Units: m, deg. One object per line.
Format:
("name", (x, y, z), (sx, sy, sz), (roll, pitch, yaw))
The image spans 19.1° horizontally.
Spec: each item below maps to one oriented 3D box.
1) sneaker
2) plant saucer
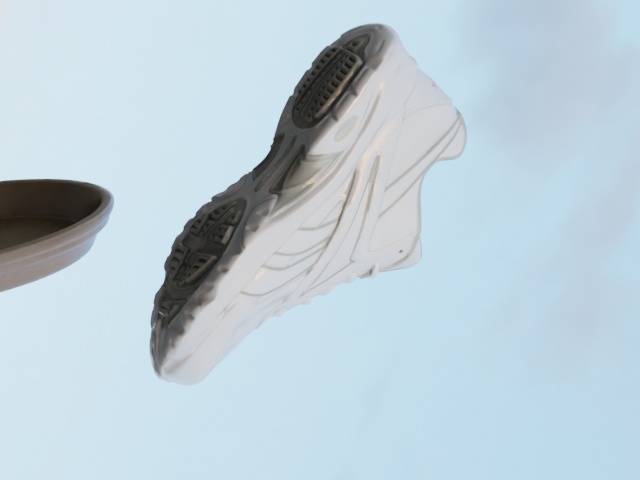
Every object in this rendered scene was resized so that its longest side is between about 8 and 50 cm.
("sneaker", (0.000, 0.000, 1.055), (0.232, 0.115, 0.090), (-50, -154, 6))
("plant saucer", (-0.303, 0.003, 1.544), (0.278, 0.278, 0.041), (-142, -138, -69))
